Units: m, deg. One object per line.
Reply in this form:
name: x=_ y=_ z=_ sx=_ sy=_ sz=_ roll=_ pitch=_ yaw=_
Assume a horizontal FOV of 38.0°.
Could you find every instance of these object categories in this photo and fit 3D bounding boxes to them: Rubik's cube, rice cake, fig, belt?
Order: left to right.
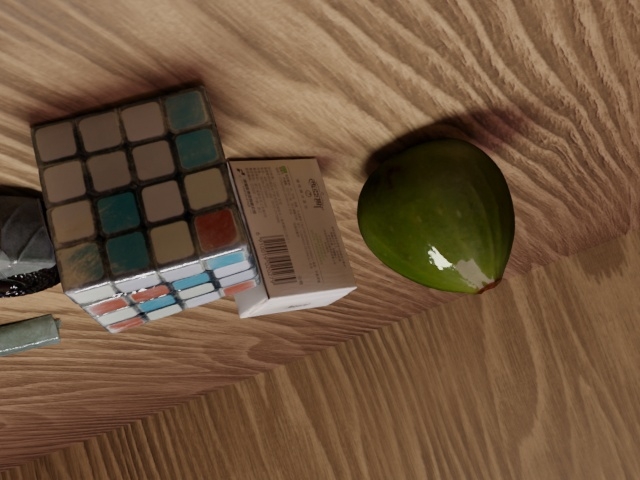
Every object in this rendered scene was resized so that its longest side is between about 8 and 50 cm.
belt: x=-0.524 y=0.022 z=1.426 sx=0.184 sy=0.164 sz=0.289 roll=-22 pitch=162 yaw=34
rice cake: x=-0.678 y=0.219 z=2.079 sx=0.207 sy=0.069 sz=0.063 roll=-10 pitch=162 yaw=-20
Rubik's cube: x=-0.247 y=-0.038 z=1.355 sx=0.259 sy=0.256 sz=0.253 roll=-17 pitch=164 yaw=-7
fig: x=0.232 y=-0.034 z=1.772 sx=0.316 sy=0.316 sz=0.316 roll=-17 pitch=164 yaw=-5

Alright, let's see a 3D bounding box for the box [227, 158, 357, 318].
box: x=-0.072 y=-0.008 z=1.633 sx=0.195 sy=0.260 sz=0.111 roll=-4 pitch=158 yaw=-37
